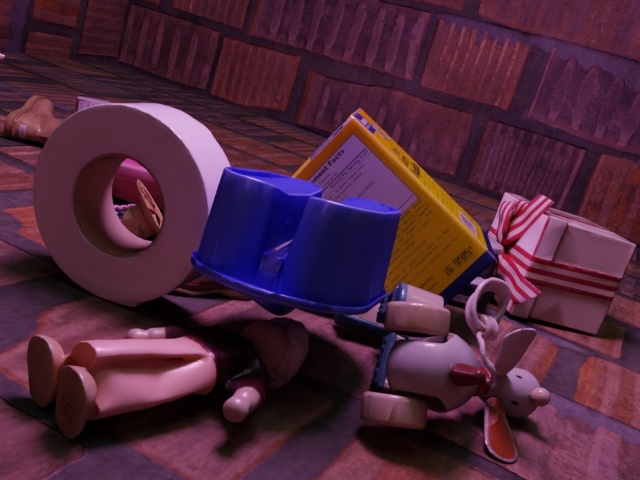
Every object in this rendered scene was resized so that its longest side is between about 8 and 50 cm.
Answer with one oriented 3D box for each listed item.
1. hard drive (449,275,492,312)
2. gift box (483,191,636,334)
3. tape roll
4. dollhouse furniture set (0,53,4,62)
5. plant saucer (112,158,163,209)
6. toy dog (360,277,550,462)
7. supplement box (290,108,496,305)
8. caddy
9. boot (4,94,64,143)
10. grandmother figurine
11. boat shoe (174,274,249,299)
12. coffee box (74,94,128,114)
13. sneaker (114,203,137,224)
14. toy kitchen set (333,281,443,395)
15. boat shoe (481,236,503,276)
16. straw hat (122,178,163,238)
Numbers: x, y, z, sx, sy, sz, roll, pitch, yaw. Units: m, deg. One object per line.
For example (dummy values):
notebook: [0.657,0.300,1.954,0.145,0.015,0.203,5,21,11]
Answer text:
hard drive: [0.229,0.048,1.693,0.237,0.064,0.339,16,14,-6]
gift box: [0.499,0.040,1.648,0.258,0.255,0.276,15,8,-14]
tape roll: [-0.267,-0.055,1.089,0.286,0.286,0.100,20,16,13]
dollhouse furniture set: [-0.564,-0.145,1.200,0.135,0.262,0.259,9,-15,-34]
plant saucer: [-0.324,-0.124,1.616,0.332,0.084,0.332,12,10,-2]
toy dog: [0.208,0.175,0.972,0.334,0.220,0.161,-7,7,-40]
supplement box: [0.125,-0.047,1.392,0.356,0.194,0.195,45,15,-4]
caddy: [-0.027,0.016,1.021,0.241,0.179,0.341,18,8,14]
boot: [-0.615,-0.268,1.884,0.269,0.089,0.236,15,27,-4]
grandmother figurine: [-0.143,0.143,0.873,0.342,0.104,0.208,-4,34,-47]
boat shoe: [-0.184,0.053,1.219,0.178,0.060,0.064,8,17,-31]
coffee box: [-0.438,-0.264,1.746,0.246,0.098,0.141,9,10,-13]
sneaker: [-0.376,-0.041,1.408,0.119,0.047,0.057,8,39,-28]
toy kitchen set: [0.083,0.157,1.134,0.122,0.166,0.207,20,-21,-4]
boat shoe: [0.295,-0.002,1.669,0.095,0.079,0.254,6,20,-43]
straw hat: [-0.326,-0.035,1.376,0.061,0.144,0.144,-28,23,-4]
